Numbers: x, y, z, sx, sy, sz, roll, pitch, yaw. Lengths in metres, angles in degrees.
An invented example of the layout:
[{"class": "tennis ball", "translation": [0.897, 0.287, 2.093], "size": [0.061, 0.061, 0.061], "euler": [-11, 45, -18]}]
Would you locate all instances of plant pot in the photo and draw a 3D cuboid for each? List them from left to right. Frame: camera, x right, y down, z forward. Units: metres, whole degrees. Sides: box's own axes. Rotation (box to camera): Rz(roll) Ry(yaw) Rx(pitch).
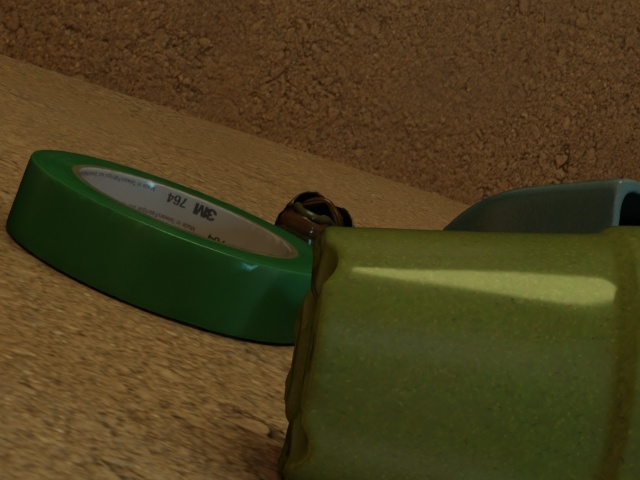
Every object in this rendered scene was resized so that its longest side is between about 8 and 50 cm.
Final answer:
[{"class": "plant pot", "translation": [0.108, 0.098, 1.100], "size": [0.254, 0.276, 0.276], "euler": [9, 9, -4]}, {"class": "plant pot", "translation": [0.249, 0.074, 1.627], "size": [0.252, 0.248, 0.247], "euler": [5, -6, 43]}]

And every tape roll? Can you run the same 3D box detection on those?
[{"class": "tape roll", "translation": [-0.146, 0.004, 1.575], "size": [0.321, 0.077, 0.321], "euler": [22, 8, -3]}]

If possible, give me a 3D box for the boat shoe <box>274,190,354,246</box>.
[{"class": "boat shoe", "translation": [0.000, 0.000, 1.877], "size": [0.110, 0.104, 0.307], "euler": [22, 8, 2]}]
